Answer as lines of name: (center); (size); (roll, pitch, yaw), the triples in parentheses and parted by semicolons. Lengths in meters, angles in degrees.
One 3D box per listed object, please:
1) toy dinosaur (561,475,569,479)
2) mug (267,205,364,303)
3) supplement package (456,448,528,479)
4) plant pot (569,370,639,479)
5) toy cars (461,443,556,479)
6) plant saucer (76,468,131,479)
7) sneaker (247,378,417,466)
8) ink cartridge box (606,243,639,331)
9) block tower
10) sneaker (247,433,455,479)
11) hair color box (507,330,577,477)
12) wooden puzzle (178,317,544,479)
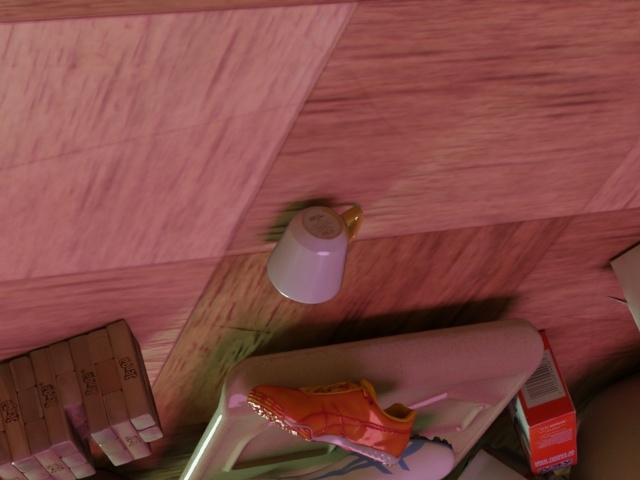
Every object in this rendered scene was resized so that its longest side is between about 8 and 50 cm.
toy dinosaur: (0.271, 0.374, 2.339); (0.296, 0.127, 0.200); (-15, 155, 1)
mug: (-0.004, 0.000, 1.492); (0.062, 0.078, 0.064); (18, 139, -1)
supplement package: (0.186, 0.387, 2.037); (0.199, 0.198, 0.262); (-52, 168, -19)
plant pot: (0.378, 0.244, 2.034); (0.191, 0.284, 0.284); (11, 165, 23)
toy cars: (0.296, 0.346, 2.191); (0.393, 0.087, 0.176); (46, 158, -22)
plant saucer: (-0.262, 0.269, 1.855); (0.199, 0.036, 0.198); (-15, 155, -7)
sneaker: (0.008, 0.146, 1.660); (0.175, 0.067, 0.064); (19, 180, -39)
ink cartridge box: (0.347, 0.038, 1.753); (0.143, 0.090, 0.092); (-35, 150, 29)
block tower: (-0.301, 0.175, 1.577); (0.335, 0.097, 0.091); (-18, 154, 0)
sneaker: (0.018, 0.246, 1.777); (0.237, 0.086, 0.085); (-17, 148, -11)
hair color box: (0.221, 0.169, 1.923); (0.053, 0.093, 0.167); (-19, 154, 1)
wooden puzzle: (0.013, 0.183, 1.837); (0.322, 0.080, 0.348); (-7, 147, -23)
